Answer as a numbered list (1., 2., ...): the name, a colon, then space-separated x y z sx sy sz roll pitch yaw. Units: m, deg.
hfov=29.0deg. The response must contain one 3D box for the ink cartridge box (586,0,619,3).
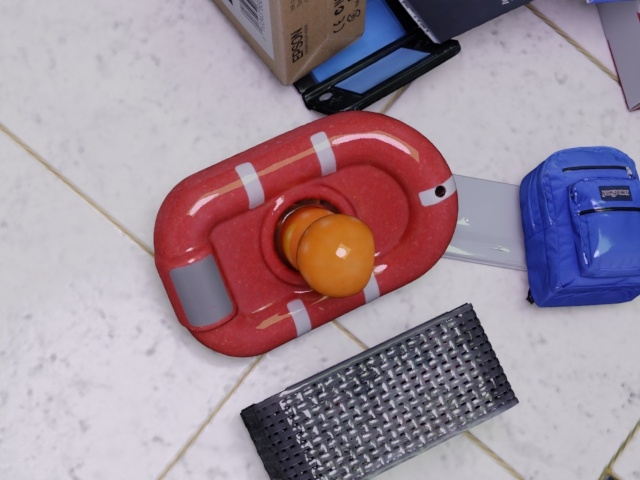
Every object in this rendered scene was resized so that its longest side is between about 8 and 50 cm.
1. ink cartridge box: 0.249 -0.279 1.026 0.097 0.046 0.207 -3 48 -2

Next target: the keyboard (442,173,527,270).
1. keyboard: 0.192 -0.007 1.036 0.256 0.014 0.072 9 72 -8

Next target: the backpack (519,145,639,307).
1. backpack: 0.218 -0.017 0.984 0.098 0.101 0.120 0 70 -18

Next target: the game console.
1. game console: 0.033 -0.162 1.009 0.122 0.107 0.071 -31 114 -14

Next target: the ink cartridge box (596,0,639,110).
1. ink cartridge box: 0.341 -0.194 1.066 0.175 0.072 0.127 -12 79 -12

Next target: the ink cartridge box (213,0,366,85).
1. ink cartridge box: -0.053 -0.252 0.910 0.088 0.235 0.193 -36 73 -12

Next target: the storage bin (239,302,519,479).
1. storage bin: 0.041 0.124 0.924 0.180 0.122 0.084 -23 84 -14

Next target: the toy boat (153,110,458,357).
1. toy boat: 0.000 0.000 0.911 0.231 0.151 0.151 -25 111 -13

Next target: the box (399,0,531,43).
1. box: 0.148 -0.273 0.955 0.207 0.108 0.153 -23 46 24
